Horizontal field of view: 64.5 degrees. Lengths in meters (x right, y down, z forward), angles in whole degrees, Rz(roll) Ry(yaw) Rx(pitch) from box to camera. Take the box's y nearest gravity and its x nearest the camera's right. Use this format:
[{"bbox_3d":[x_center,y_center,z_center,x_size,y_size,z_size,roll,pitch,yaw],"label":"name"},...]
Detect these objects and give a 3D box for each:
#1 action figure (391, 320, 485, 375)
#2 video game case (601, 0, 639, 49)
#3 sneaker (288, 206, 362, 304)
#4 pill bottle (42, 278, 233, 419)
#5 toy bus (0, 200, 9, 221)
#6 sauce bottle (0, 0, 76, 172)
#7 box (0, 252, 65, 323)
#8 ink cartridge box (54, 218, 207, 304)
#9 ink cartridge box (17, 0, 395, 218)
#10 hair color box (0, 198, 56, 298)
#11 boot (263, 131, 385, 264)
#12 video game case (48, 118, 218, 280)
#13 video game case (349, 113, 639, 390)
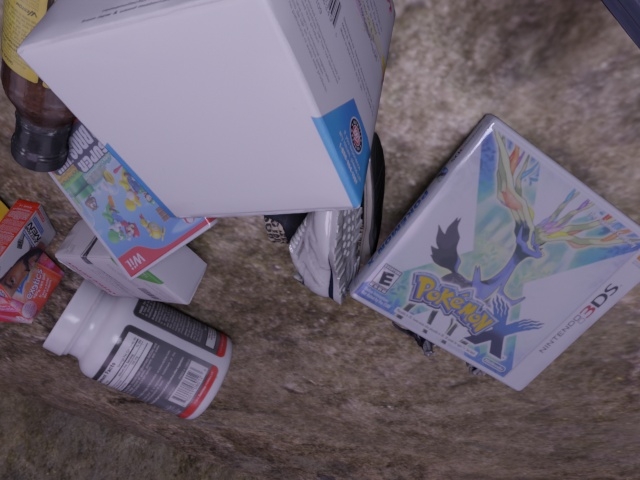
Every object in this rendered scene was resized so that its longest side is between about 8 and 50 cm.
[{"bbox_3d":[0.232,0.141,0.862,0.164,0.141,0.275,27,138,-24],"label":"action figure"},{"bbox_3d":[0.226,-0.268,0.293,0.196,0.274,0.026,34,177,-22],"label":"video game case"},{"bbox_3d":[0.000,0.000,0.688,0.094,0.090,0.235,23,142,19],"label":"sneaker"},{"bbox_3d":[-0.401,0.238,1.144,0.362,0.210,0.210,32,139,-18],"label":"pill bottle"},{"bbox_3d":[-0.739,0.000,0.974,0.220,0.212,0.150,9,143,11],"label":"toy bus"},{"bbox_3d":[-0.315,-0.223,0.596,0.111,0.111,0.344,27,131,-14],"label":"sauce bottle"},{"bbox_3d":[-0.763,0.079,1.130,0.299,0.142,0.154,0,139,19],"label":"box"},{"bbox_3d":[-0.351,0.037,0.942,0.219,0.093,0.160,2,147,32],"label":"ink cartridge box"},{"bbox_3d":[-0.061,-0.187,0.446,0.197,0.270,0.198,-2,145,23],"label":"ink cartridge box"},{"bbox_3d":[-0.584,0.014,0.969,0.053,0.167,0.093,12,142,5],"label":"hair color box"},{"bbox_3d":[0.001,-0.060,0.743,0.178,0.085,0.237,10,140,12],"label":"boot"},{"bbox_3d":[-0.299,-0.098,0.734,0.204,0.025,0.285,-29,100,31],"label":"video game case"},{"bbox_3d":[0.256,0.040,0.702,0.328,0.036,0.300,31,112,-15],"label":"video game case"}]
